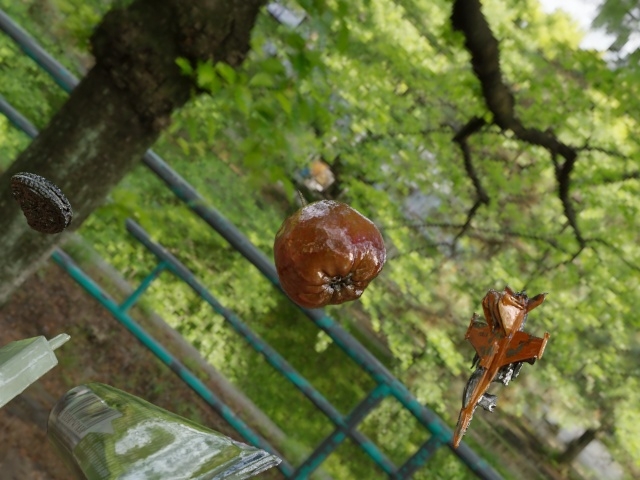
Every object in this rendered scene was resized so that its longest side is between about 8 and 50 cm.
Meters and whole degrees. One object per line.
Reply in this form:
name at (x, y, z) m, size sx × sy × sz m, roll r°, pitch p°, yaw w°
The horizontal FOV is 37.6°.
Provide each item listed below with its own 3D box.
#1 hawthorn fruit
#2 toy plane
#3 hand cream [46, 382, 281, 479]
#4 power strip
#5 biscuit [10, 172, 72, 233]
hawthorn fruit at (0.006, 0.014, 1.056) m, size 0.125 × 0.125 × 0.140 m, roll 40°, pitch -4°, yaw -27°
toy plane at (0.188, 0.136, 1.011) m, size 0.062 × 0.188 × 0.135 m, roll 18°, pitch -5°, yaw -26°
hand cream at (-0.108, 0.121, 0.528) m, size 0.235 × 0.086 × 0.055 m, roll -1°, pitch -71°, yaw 62°
power strip at (-0.455, 0.200, 1.291) m, size 0.288 × 0.093 × 0.053 m, roll -43°, pitch 112°, yaw -49°
biscuit at (-0.339, -0.044, 1.134) m, size 0.087 × 0.027 × 0.089 m, roll 36°, pitch -37°, yaw -9°
